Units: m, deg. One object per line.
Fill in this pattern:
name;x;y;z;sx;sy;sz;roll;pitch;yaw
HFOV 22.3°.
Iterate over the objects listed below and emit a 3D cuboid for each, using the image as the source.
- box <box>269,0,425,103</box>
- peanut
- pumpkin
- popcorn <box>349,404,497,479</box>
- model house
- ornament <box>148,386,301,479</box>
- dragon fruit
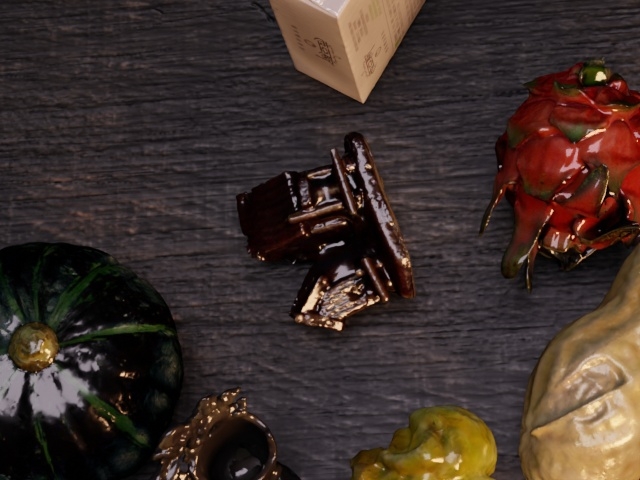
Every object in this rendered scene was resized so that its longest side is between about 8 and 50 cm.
box;0.042;-0.303;1.875;0.111;0.260;0.194;29;78;13
peanut;0.340;0.140;1.768;0.340;0.158;0.174;-43;74;-13
pumpkin;-0.308;0.144;1.800;0.315;0.238;0.315;-1;69;4
popcorn;0.100;0.331;1.731;0.225;0.174;0.286;-16;72;9
model house;0.003;0.003;1.855;0.164;0.141;0.203;-18;75;-10
ornament;-0.142;0.277;1.731;0.106;0.260;0.251;41;83;22
dragon fruit;0.285;-0.071;1.819;0.192;0.193;0.274;16;100;15
